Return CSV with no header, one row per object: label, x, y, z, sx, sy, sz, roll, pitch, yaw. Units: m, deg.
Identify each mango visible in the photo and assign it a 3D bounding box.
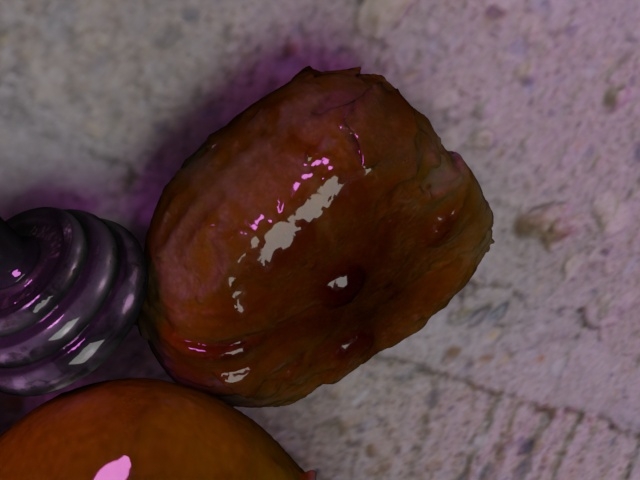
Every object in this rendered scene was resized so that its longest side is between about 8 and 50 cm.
mango,-0.080,0.241,0.954,0.301,0.220,0.445,-1,141,3

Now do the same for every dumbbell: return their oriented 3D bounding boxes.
dumbbell,-0.183,-0.017,0.788,0.110,0.110,0.254,-38,130,2

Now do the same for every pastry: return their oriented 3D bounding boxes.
pastry,0.000,0.000,0.901,0.218,0.100,0.229,-16,136,-29
